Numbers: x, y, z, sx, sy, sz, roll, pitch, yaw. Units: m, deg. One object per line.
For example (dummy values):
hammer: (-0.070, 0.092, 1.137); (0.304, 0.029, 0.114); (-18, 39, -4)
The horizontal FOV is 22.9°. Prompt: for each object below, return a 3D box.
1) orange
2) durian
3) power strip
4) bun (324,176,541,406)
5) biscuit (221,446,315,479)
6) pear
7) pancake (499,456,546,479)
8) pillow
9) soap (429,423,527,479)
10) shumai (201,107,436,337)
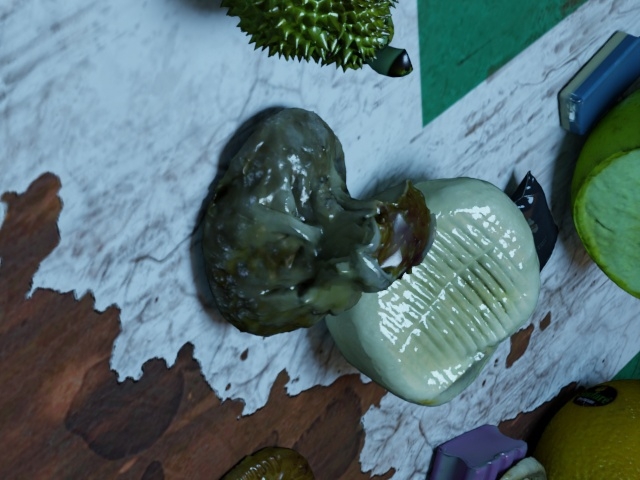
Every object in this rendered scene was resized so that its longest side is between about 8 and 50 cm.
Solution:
orange: (0.394, 0.310, 2.001); (0.274, 0.274, 0.274); (-33, 137, -37)
durian: (0.001, -0.213, 1.201); (0.198, 0.146, 0.159); (-8, 118, -66)
power strip: (0.308, -0.173, 1.742); (0.123, 0.032, 0.056); (-45, 143, -24)
bun: (0.106, 0.043, 1.537); (0.229, 0.145, 0.229); (-5, 108, -16)
biscuit: (-0.070, 0.291, 1.571); (0.188, 0.027, 0.188); (-33, 138, -36)
pear: (0.378, -0.108, 1.797); (0.288, 0.139, 0.239); (96, 21, -50)
pancake: (0.225, 0.329, 1.879); (0.151, 0.025, 0.152); (-35, 139, -39)
pillow: (0.224, -0.006, 1.736); (0.090, 0.048, 0.150); (-48, 149, -6)
soap: (0.170, 0.329, 1.888); (0.122, 0.065, 0.203); (-14, 124, -50)
shumai: (0.000, 0.000, 1.351); (0.161, 0.153, 0.210); (-19, 125, -55)
